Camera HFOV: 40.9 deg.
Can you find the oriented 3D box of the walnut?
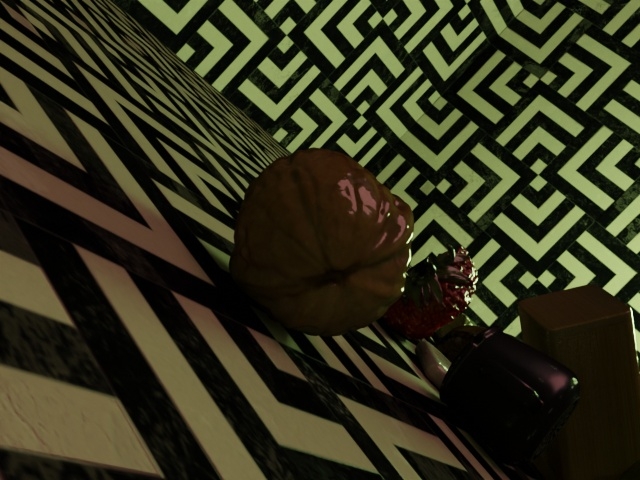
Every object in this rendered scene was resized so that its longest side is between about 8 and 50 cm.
[{"bbox_3d":[0.000,0.000,0.895,0.213,0.213,0.213,43,6,-5],"label":"walnut"}]

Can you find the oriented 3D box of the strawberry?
[{"bbox_3d":[0.196,0.112,1.516,0.106,0.188,0.286,57,-12,17],"label":"strawberry"}]

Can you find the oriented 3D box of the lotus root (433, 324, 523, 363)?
[{"bbox_3d":[0.345,0.252,1.679,0.260,0.149,0.267,39,2,-28],"label":"lotus root"}]

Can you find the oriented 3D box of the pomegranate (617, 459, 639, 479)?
[{"bbox_3d":[0.568,0.411,1.196,0.291,0.323,0.291,43,22,-23],"label":"pomegranate"}]

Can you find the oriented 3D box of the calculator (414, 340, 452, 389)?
[{"bbox_3d":[0.209,0.227,1.456,0.100,0.032,0.175,43,6,-10],"label":"calculator"}]

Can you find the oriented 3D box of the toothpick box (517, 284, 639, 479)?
[{"bbox_3d":[0.436,0.249,1.419,0.187,0.190,0.308,-111,-170,-74],"label":"toothpick box"}]

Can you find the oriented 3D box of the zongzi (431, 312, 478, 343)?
[{"bbox_3d":[0.309,0.221,1.962,0.205,0.094,0.204,45,-4,-31],"label":"zongzi"}]

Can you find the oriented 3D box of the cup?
[{"bbox_3d":[0.274,0.218,1.257,0.176,0.169,0.223,40,-7,26],"label":"cup"}]
